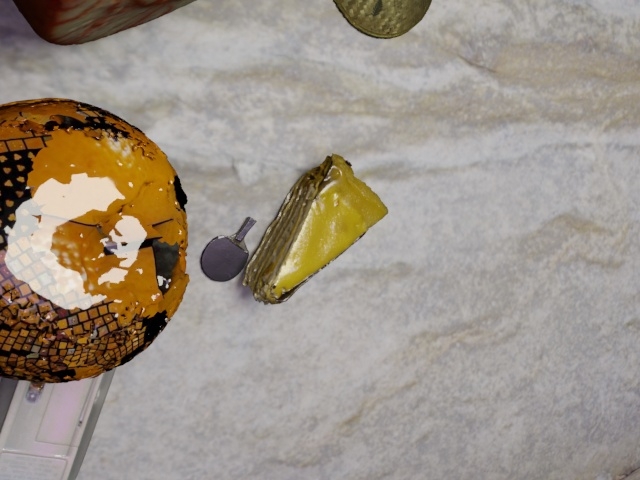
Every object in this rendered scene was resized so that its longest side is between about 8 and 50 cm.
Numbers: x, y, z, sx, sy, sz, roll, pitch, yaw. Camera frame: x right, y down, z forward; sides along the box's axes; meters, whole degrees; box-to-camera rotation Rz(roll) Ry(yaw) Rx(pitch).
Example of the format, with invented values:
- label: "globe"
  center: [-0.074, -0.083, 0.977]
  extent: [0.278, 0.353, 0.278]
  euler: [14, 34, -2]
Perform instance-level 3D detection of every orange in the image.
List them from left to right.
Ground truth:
- label: "orange"
  center: [-0.223, 0.001, 0.466]
  extent: [0.234, 0.182, 0.234]
  euler: [-4, 96, -49]

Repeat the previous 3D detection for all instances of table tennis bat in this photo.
- label: "table tennis bat"
  center: [-0.101, 0.009, 0.629]
  extent: [0.050, 0.007, 0.083]
  euler: [36, 85, -23]

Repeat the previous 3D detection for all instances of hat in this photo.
- label: "hat"
  center: [0.086, -0.308, 0.626]
  extent: [0.146, 0.067, 0.145]
  euler: [-4, 100, -23]

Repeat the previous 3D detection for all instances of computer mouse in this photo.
- label: "computer mouse"
  center: [-0.272, 0.168, 0.559]
  extent: [0.102, 0.045, 0.198]
  euler: [18, 89, -24]

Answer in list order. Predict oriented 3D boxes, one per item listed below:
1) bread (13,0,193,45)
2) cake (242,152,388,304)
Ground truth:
- label: "bread"
  center: [-0.088, -0.269, 0.429]
  extent: [0.328, 0.295, 0.114]
  euler: [-21, 109, 13]
- label: "cake"
  center: [-0.003, 0.000, 0.646]
  extent: [0.116, 0.080, 0.184]
  euler: [28, 77, -37]
